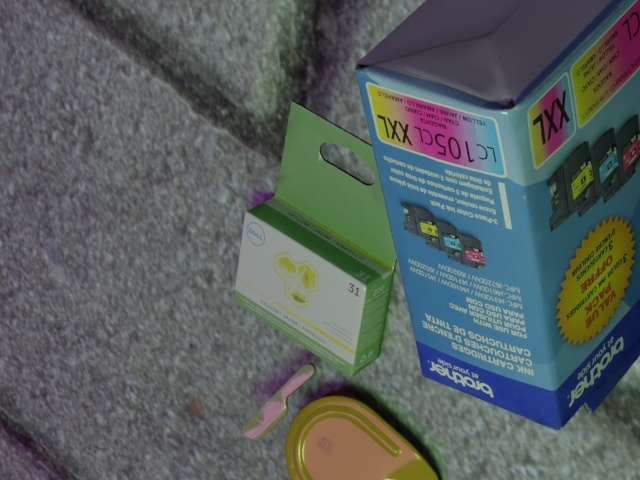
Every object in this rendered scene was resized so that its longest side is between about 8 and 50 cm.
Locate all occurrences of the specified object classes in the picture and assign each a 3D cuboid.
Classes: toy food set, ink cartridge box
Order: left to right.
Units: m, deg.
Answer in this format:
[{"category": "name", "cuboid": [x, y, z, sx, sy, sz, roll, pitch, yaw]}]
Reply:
[{"category": "ink cartridge box", "cuboid": [0.000, 0.000, 1.936, 0.171, 0.056, 0.235, 32, 132, 28]}, {"category": "toy food set", "cuboid": [0.038, 0.227, 2.019, 0.218, 0.071, 0.128, 42, 110, 16]}, {"category": "ink cartridge box", "cuboid": [0.192, -0.041, 1.533, 0.151, 0.270, 0.395, 22, 142, 33]}]
